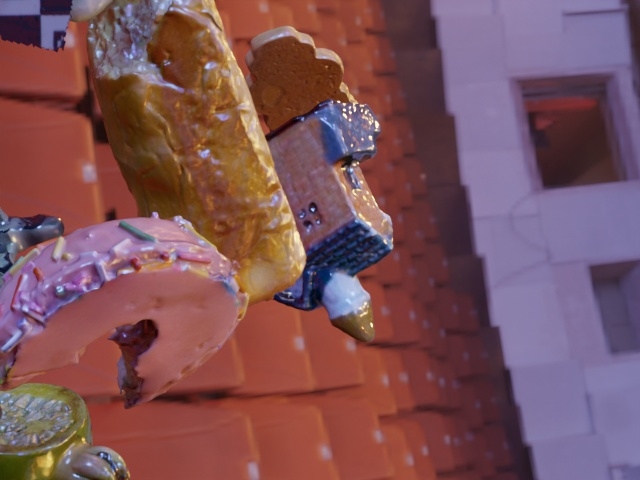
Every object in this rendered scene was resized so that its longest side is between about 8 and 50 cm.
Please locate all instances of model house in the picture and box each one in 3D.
[{"bbox_3d":[0.000,0.000,1.622,0.184,0.253,0.291,-6,68,-63],"label":"model house"}]

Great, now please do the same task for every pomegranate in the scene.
[{"bbox_3d":[-0.365,0.294,1.675,0.190,0.240,0.159,-96,-175,-66],"label":"pomegranate"}]

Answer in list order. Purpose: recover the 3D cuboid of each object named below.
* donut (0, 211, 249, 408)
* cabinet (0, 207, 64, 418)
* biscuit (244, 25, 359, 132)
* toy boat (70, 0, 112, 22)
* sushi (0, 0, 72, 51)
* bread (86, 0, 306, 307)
[{"bbox_3d":[-0.169,0.055,1.087,0.199,0.233,0.085,-42,-123,18],"label":"donut"},{"bbox_3d":[-0.441,0.026,1.158,0.290,0.318,0.227,-86,161,-53],"label":"cabinet"},{"bbox_3d":[-0.032,-0.210,1.771,0.236,0.144,0.040,61,6,-50],"label":"biscuit"},{"bbox_3d":[-0.173,-0.365,1.150,0.215,0.123,0.330,69,33,-58],"label":"toy boat"},{"bbox_3d":[-0.224,-0.232,0.772,0.040,0.192,0.210,-13,114,-62],"label":"sushi"},{"bbox_3d":[-0.132,-0.092,1.284,0.195,0.148,0.344,-126,-164,-76],"label":"bread"}]
